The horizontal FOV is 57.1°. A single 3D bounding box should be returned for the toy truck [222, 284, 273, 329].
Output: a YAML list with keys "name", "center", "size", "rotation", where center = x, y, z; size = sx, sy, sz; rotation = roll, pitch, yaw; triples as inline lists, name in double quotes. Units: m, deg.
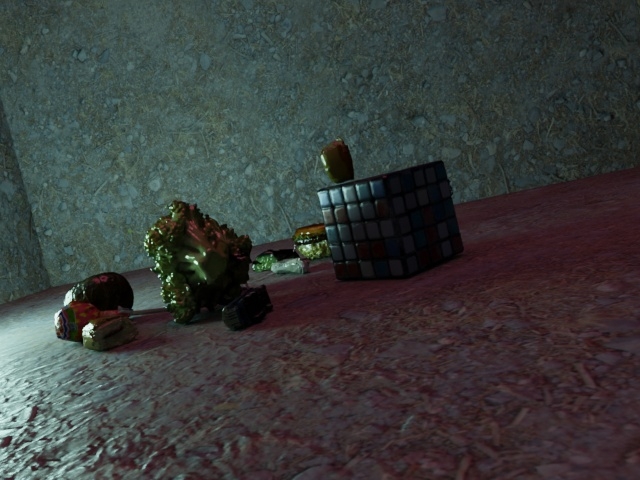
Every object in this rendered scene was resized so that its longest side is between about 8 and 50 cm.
- name: "toy truck"
  center: [-0.183, 0.171, 1.479]
  size: [0.088, 0.074, 0.201]
  rotation: [-21, 4, 12]

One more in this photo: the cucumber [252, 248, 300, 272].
- name: "cucumber"
  center: [-0.179, 0.075, 2.436]
  size: [0.115, 0.086, 0.193]
  rotation: [-10, -1, 43]

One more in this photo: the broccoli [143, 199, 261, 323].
- name: "broccoli"
  center: [-0.325, 0.047, 1.659]
  size: [0.293, 0.348, 0.281]
  rotation: [-20, 18, -20]

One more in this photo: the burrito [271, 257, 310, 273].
- name: "burrito"
  center: [-0.107, 0.094, 2.138]
  size: [0.064, 0.064, 0.203]
  rotation: [-17, 6, -38]

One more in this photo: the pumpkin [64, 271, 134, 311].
- name: "pumpkin"
  center: [-0.709, 0.184, 1.878]
  size: [0.219, 0.162, 0.219]
  rotation: [-28, -21, -12]

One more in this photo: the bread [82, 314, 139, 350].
- name: "bread"
  center: [-0.560, 0.238, 1.548]
  size: [0.106, 0.082, 0.125]
  rotation: [1, 16, 40]

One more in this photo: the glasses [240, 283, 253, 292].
- name: "glasses"
  center: [-0.278, 0.122, 1.993]
  size: [0.062, 0.104, 0.140]
  rotation: [-14, 9, -32]

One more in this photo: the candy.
- name: "candy"
  center: [-0.609, 0.230, 1.781]
  size: [0.365, 0.124, 0.124]
  rotation: [-3, -2, -37]

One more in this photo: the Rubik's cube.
- name: "Rubik's cube"
  center: [0.206, -0.057, 1.739]
  size: [0.286, 0.292, 0.293]
  rotation: [-17, 8, -42]

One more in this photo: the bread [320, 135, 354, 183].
- name: "bread"
  center: [0.054, -0.228, 1.721]
  size: [0.086, 0.125, 0.156]
  rotation: [-20, 19, 7]

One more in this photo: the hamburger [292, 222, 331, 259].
- name: "hamburger"
  center: [0.000, 0.000, 2.428]
  size: [0.243, 0.139, 0.261]
  rotation: [-12, 5, -10]
